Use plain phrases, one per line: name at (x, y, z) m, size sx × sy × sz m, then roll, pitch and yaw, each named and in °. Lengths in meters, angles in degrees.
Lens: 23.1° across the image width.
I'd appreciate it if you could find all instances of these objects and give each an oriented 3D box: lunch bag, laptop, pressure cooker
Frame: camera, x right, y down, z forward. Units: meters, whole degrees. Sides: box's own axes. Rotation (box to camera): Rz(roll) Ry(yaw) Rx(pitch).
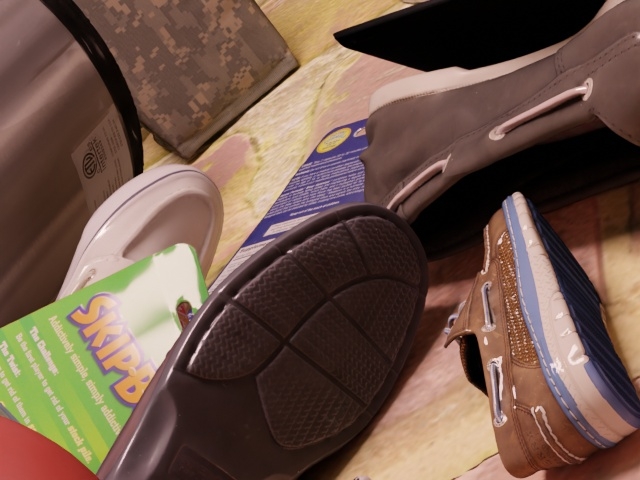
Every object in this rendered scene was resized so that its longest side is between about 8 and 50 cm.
lunch bag at (-0.181, -0.222, 1.474) m, size 0.169 × 0.235 × 0.287 m, roll -40°, pitch 20°, yaw -6°
laptop at (0.181, -0.167, 0.875) m, size 0.234 × 0.136 × 0.264 m, roll -8°, pitch 37°, yaw 54°
pressure cooker at (-0.370, -0.006, 1.141) m, size 0.375 × 0.370 × 0.420 m, roll -29°, pitch 20°, yaw 42°

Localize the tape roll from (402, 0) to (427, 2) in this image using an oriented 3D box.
tape roll at (0.148, -0.328, 1.319) m, size 0.286 × 0.100 × 0.286 m, roll -34°, pitch 21°, yaw 15°

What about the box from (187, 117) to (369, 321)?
box at (0.000, 0.000, 0.986) m, size 0.136 × 0.036 × 0.225 m, roll -13°, pitch 35°, yaw 50°

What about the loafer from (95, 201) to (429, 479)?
loafer at (-0.059, 0.100, 0.794) m, size 0.302 × 0.109 × 0.095 m, roll -53°, pitch 20°, yaw -25°

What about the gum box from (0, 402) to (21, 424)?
gum box at (-0.218, 0.147, 0.848) m, size 0.157 × 0.184 × 0.041 m, roll -31°, pitch 22°, yaw 24°

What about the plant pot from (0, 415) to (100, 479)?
plant pot at (-0.160, 0.191, 0.555) m, size 0.275 × 0.275 × 0.243 m, roll -38°, pitch 17°, yaw 7°

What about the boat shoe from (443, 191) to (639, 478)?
boat shoe at (0.090, 0.038, 0.709) m, size 0.066 × 0.066 × 0.183 m, roll -36°, pitch 21°, yaw 15°

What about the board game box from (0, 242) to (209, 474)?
board game box at (-0.171, 0.106, 0.931) m, size 0.259 × 0.039 × 0.124 m, roll -27°, pitch 58°, yaw 12°

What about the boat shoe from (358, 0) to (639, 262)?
boat shoe at (0.143, -0.055, 0.785) m, size 0.335 × 0.112 × 0.095 m, roll -16°, pitch 66°, yaw 51°

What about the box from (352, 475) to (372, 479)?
box at (0.025, 0.205, 0.335) m, size 0.087 × 0.169 × 0.290 m, roll -32°, pitch 20°, yaw 14°

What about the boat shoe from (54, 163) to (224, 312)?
boat shoe at (-0.136, 0.059, 1.022) m, size 0.088 × 0.096 × 0.267 m, roll 2°, pitch 47°, yaw 53°
